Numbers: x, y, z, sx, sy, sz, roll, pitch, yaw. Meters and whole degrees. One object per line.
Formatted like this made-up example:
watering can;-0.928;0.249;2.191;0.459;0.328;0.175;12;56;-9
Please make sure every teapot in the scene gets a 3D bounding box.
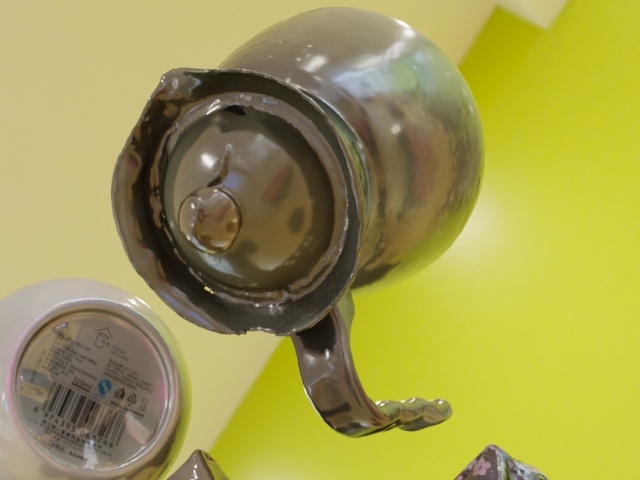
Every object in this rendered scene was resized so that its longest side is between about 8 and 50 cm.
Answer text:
teapot;-0.022;-0.007;0.834;0.285;0.223;0.305;-31;-56;-64

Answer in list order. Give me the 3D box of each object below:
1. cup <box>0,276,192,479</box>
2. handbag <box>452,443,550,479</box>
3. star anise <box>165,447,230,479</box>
cup;-0.255;0.158;1.045;0.212;0.212;0.317;-35;4;-34
handbag;0.174;0.330;1.109;0.229;0.208;0.126;-42;-43;-14
star anise;-0.098;0.302;0.785;0.315;0.108;0.315;-21;-65;-54
